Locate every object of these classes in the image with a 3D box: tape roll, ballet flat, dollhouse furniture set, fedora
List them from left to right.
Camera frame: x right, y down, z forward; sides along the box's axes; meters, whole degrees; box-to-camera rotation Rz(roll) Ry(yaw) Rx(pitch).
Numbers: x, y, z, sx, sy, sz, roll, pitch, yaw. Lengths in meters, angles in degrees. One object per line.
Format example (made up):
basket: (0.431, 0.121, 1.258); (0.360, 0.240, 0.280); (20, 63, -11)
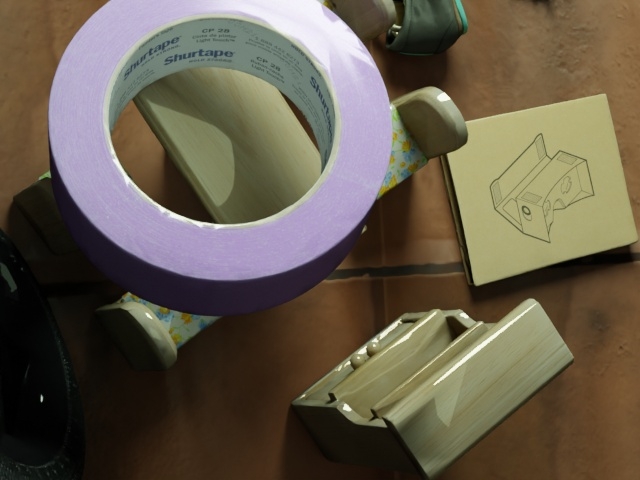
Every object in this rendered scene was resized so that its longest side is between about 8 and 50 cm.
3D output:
fedora: (-0.324, 0.105, 1.213); (0.152, 0.334, 0.334); (-29, 97, 11)
tape roll: (-0.083, -0.081, 1.233); (0.274, 0.090, 0.275); (3, 69, -7)
dollhouse furniture set: (0.000, 0.000, 1.339); (0.362, 0.256, 0.394); (-36, 99, -20)
ballet flat: (0.062, -0.314, 1.481); (0.096, 0.095, 0.280); (-18, 93, -10)

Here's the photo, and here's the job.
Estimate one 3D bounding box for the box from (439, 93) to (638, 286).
box: (0.225, -0.054, 1.559); (0.201, 0.021, 0.164); (-13, 91, -22)
